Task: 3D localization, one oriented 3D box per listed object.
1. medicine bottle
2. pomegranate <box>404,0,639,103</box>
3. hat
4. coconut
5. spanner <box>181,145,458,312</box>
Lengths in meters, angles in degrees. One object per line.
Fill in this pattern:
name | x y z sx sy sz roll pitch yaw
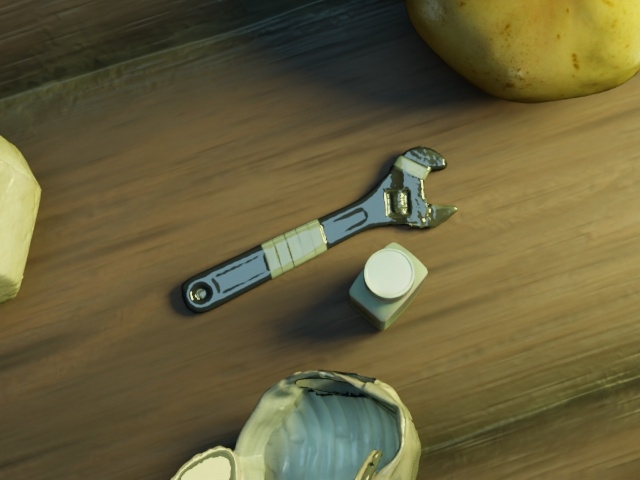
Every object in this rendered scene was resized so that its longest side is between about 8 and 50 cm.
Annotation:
medicine bottle | 0.069 0.044 1.756 0.055 0.118 0.074 42 83 8
pomegranate | 0.221 -0.286 1.717 0.319 0.319 0.319 0 78 1
hat | -0.011 0.254 1.664 0.232 0.161 0.275 -8 37 38
coconut | -0.394 -0.009 1.737 0.202 0.202 0.222 12 77 4
spanner | 0.000 0.000 1.816 0.316 0.024 0.087 -27 84 -5
